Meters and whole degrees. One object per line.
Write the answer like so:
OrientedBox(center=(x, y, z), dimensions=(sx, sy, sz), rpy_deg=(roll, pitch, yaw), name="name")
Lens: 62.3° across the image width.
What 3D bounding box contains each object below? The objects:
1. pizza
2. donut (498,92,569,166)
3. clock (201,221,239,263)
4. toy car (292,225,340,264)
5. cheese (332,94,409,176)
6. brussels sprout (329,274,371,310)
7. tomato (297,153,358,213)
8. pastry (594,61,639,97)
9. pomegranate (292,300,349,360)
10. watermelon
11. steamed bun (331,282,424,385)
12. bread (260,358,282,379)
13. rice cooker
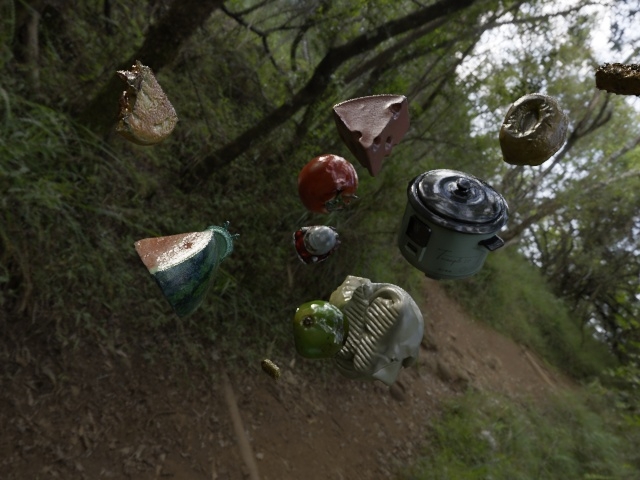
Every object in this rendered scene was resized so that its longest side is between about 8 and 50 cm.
OrientedBox(center=(-0.495, -0.378, 1.466), dimensions=(0.081, 0.228, 0.289), rpy_deg=(2, 20, 13), name="pizza")
OrientedBox(center=(0.731, -0.382, 1.818), dimensions=(0.209, 0.261, 0.128), rpy_deg=(3, -27, 39), name="donut")
OrientedBox(center=(-0.453, 0.012, 2.285), dimensions=(0.159, 0.211, 0.066), rpy_deg=(49, 8, -5), name="clock")
OrientedBox(center=(0.000, 0.000, 1.551), dimensions=(0.112, 0.139, 0.112), rpy_deg=(69, -24, 6), name="toy car")
OrientedBox(center=(0.155, -0.302, 1.396), dimensions=(0.203, 0.177, 0.128), rpy_deg=(57, -5, 37), name="cheese")
OrientedBox(center=(0.162, 0.314, 2.323), dimensions=(0.274, 0.243, 0.316), rpy_deg=(-28, 110, -55), name="brussels sprout")
OrientedBox(center=(0.030, -0.229, 2.168), dimensions=(0.224, 0.256, 0.256), rpy_deg=(64, 13, 14), name="tomato")
OrientedBox(center=(0.715, -0.375, 1.241), dimensions=(0.140, 0.056, 0.080), rpy_deg=(40, -13, 45), name="pastry")
OrientedBox(center=(0.015, 0.315, 1.727), dimensions=(0.190, 0.159, 0.240), rpy_deg=(-47, 134, -64), name="pomegranate")
OrientedBox(center=(-0.454, 0.061, 1.664), dimensions=(0.293, 0.283, 0.250), rpy_deg=(34, -31, -9), name="watermelon")
OrientedBox(center=(0.218, 0.344, 1.886), dimensions=(0.255, 0.367, 0.342), rpy_deg=(30, 3, -31), name="steamed bun")
OrientedBox(center=(-0.169, 0.440, 1.800), dimensions=(0.088, 0.049, 0.034), rpy_deg=(35, 34, 29), name="bread")
OrientedBox(center=(0.311, -0.048, 1.273), dimensions=(0.241, 0.227, 0.280), rpy_deg=(-18, 48, -28), name="rice cooker")
